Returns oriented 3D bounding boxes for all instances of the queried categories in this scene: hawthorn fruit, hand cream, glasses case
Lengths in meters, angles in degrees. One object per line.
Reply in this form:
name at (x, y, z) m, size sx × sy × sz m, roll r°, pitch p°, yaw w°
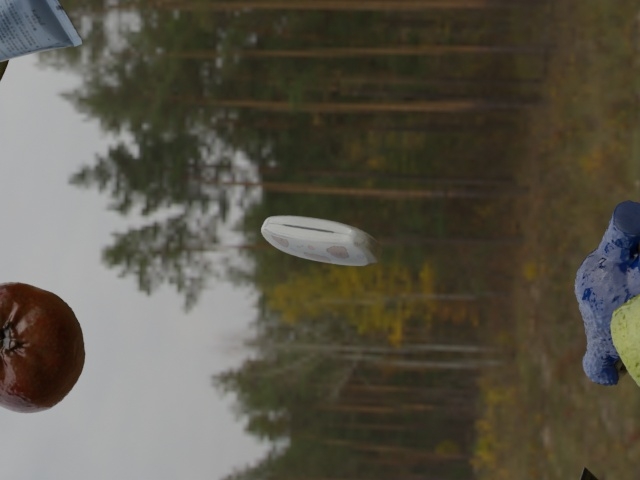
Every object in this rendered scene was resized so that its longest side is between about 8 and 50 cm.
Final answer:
hawthorn fruit at (-0.372, 0.140, 1.778) m, size 0.285 × 0.165 × 0.165 m, roll 111°, pitch 162°, yaw -82°
hand cream at (-0.377, -0.224, 1.531) m, size 0.091 × 0.271 × 0.058 m, roll 62°, pitch -141°, yaw -21°
glasses case at (0.000, 0.000, 1.662) m, size 0.063 × 0.164 × 0.041 m, roll 43°, pitch -116°, yaw -48°

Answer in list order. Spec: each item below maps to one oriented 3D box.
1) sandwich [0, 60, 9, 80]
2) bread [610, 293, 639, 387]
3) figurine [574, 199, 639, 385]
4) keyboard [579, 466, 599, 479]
sandwich at (-0.483, -0.311, 1.912) m, size 0.094 × 0.096 × 0.258 m, roll 6°, pitch -102°, yaw -42°
bread at (0.365, 0.103, 1.411) m, size 0.114 × 0.129 × 0.111 m, roll -46°, pitch -7°, yaw 32°
figurine at (0.359, 0.086, 1.665) m, size 0.164 × 0.120 × 0.262 m, roll -126°, pitch 29°, yaw -53°
keyboard at (0.347, 0.419, 1.921) m, size 0.067 × 0.011 × 0.202 m, roll 41°, pitch -114°, yaw -49°
